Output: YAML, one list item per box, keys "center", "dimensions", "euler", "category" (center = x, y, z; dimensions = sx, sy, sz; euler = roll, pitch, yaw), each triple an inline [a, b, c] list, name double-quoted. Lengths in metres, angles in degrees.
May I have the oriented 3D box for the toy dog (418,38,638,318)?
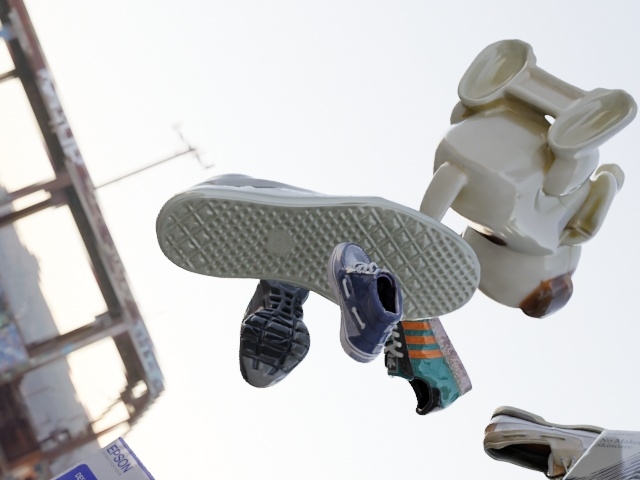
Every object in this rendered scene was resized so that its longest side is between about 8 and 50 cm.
- center: [0.338, -0.050, 2.026]
  dimensions: [0.284, 0.395, 0.408]
  euler: [25, -30, 29]
  category: "toy dog"

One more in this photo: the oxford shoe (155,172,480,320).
- center: [0.000, 0.000, 1.666]
  dimensions: [0.130, 0.449, 0.169]
  euler: [-111, -148, -72]
  category: "oxford shoe"

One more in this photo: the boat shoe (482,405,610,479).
- center: [0.455, 0.407, 2.319]
  dimensions: [0.302, 0.103, 0.113]
  euler: [11, -52, 22]
  category: "boat shoe"

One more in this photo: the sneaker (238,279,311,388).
- center: [-0.069, 0.137, 1.766]
  dimensions: [0.267, 0.101, 0.106]
  euler: [-74, -171, -57]
  category: "sneaker"

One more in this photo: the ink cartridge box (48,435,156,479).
- center: [-0.335, 0.436, 1.651]
  dimensions: [0.303, 0.307, 0.072]
  euler: [36, -32, 52]
  category: "ink cartridge box"

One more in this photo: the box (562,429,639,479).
- center: [0.409, 0.375, 1.755]
  dimensions: [0.113, 0.275, 0.094]
  euler: [-3, -71, 36]
  category: "box"

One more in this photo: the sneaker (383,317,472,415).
- center: [0.160, 0.186, 2.244]
  dimensions: [0.302, 0.121, 0.108]
  euler: [59, -17, -11]
  category: "sneaker"

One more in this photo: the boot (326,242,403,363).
- center: [0.060, 0.052, 1.469]
  dimensions: [0.086, 0.069, 0.190]
  euler: [-56, -151, 35]
  category: "boot"
